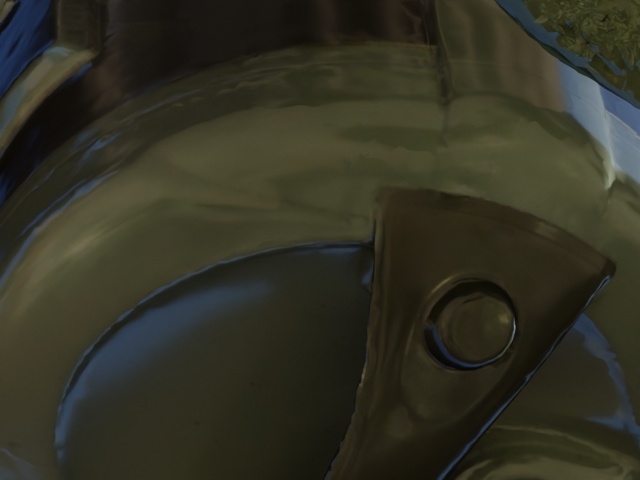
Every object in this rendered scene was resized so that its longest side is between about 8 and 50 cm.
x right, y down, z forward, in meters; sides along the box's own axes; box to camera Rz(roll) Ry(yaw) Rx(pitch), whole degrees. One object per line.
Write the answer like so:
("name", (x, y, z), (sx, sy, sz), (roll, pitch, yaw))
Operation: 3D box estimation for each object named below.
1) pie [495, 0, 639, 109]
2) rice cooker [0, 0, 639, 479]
("pie", (0.114, -0.118, 0.295), (0.240, 0.054, 0.240), (2, -62, 4))
("rice cooker", (0.000, 0.000, 0.731), (0.335, 0.335, 0.325), (6, -137, -10))
